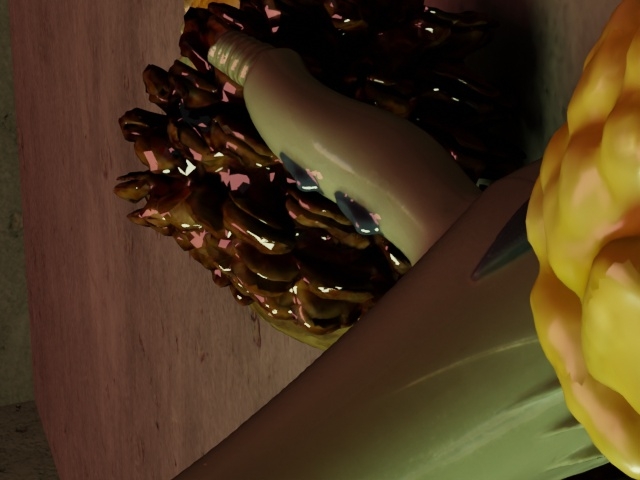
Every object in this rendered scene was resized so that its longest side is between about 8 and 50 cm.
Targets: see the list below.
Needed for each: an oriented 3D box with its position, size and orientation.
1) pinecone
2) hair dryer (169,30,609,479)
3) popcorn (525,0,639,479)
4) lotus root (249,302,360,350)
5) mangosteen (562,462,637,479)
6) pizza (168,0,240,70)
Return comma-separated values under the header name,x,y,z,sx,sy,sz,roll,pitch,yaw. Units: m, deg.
name,x,y,z,sx,sy,sz,roll,pitch,yaw
pinecone,0.008,-0.053,0.901,0.221,0.221,0.221,171,90,-73
hair dryer,0.003,0.033,0.658,0.298,0.296,0.119,16,137,32
popcorn,0.169,-0.015,0.434,0.203,0.226,0.200,41,167,12
lotus root,0.000,0.000,1.091,0.214,0.138,0.138,45,143,44
mangosteen,0.096,0.206,0.735,0.289,0.231,0.231,76,171,-45
pizza,-0.036,-0.189,1.093,0.280,0.075,0.288,-119,43,-58
